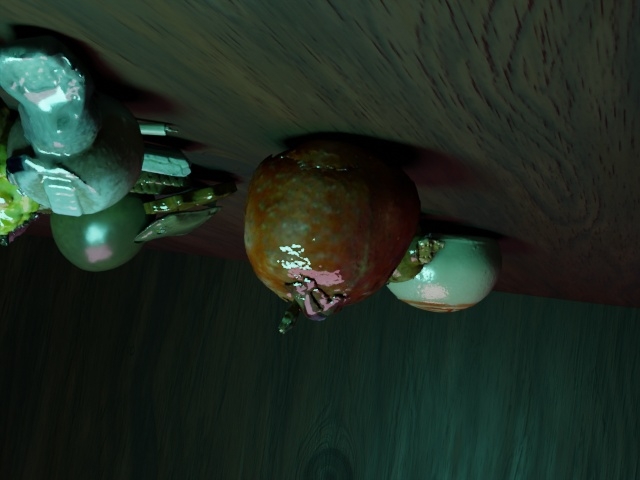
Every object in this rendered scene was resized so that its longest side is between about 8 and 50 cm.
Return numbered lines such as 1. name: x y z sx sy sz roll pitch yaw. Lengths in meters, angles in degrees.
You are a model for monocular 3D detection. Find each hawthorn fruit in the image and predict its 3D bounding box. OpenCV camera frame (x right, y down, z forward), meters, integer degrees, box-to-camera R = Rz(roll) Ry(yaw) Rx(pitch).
1. hawthorn fruit: 0.000 0.000 1.267 0.276 0.307 0.276 21 168 5

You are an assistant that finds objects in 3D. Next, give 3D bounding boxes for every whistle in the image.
1. whistle: -0.328 -0.160 1.087 0.189 0.189 0.348 8 152 2

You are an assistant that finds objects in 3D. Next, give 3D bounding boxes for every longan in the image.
1. longan: -0.463 -0.051 1.803 0.246 0.246 0.215 5 160 29

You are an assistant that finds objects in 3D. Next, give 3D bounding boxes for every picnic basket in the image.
1. picnic basket: -0.322 -0.124 1.635 0.110 0.054 0.193 6 177 -28

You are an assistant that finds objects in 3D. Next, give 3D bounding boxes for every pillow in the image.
1. pillow: -0.300 -0.037 1.785 0.130 0.033 0.217 -32 172 23

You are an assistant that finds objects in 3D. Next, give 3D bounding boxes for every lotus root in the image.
1. lotus root: 0.135 0.014 1.775 0.140 0.154 0.257 -25 -162 -32

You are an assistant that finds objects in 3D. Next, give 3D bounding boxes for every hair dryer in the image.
1. hair dryer: -0.283 -0.174 1.297 0.124 0.038 0.063 2 176 -4

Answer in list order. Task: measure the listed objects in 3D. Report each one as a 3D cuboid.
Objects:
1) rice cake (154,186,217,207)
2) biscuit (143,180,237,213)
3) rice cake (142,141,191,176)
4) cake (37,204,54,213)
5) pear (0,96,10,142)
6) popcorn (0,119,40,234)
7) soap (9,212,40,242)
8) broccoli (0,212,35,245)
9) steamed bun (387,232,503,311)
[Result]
1. rice cake: -0.341 -0.102 1.893 0.245 0.045 0.042 4 -178 28
2. biscuit: -0.258 -0.080 1.651 0.182 0.034 0.215 -14 -174 4
3. rice cake: -0.318 -0.147 1.386 0.211 0.038 0.124 12 -166 -19
4. cake: -0.566 -0.124 1.615 0.147 0.135 0.134 8 175 -38
5. pear: -0.520 -0.180 1.033 0.238 0.164 0.255 21 166 -11
6. popcorn: -0.585 -0.127 1.383 0.237 0.206 0.251 24 165 36
7. soap: -0.830 -0.092 2.039 0.289 0.182 0.112 9 177 5
8. broccoli: -0.741 -0.103 1.776 0.263 0.247 0.243 -30 -124 -33
9. steamed bun: 0.272 0.075 1.921 0.283 0.177 0.283 3 179 0
